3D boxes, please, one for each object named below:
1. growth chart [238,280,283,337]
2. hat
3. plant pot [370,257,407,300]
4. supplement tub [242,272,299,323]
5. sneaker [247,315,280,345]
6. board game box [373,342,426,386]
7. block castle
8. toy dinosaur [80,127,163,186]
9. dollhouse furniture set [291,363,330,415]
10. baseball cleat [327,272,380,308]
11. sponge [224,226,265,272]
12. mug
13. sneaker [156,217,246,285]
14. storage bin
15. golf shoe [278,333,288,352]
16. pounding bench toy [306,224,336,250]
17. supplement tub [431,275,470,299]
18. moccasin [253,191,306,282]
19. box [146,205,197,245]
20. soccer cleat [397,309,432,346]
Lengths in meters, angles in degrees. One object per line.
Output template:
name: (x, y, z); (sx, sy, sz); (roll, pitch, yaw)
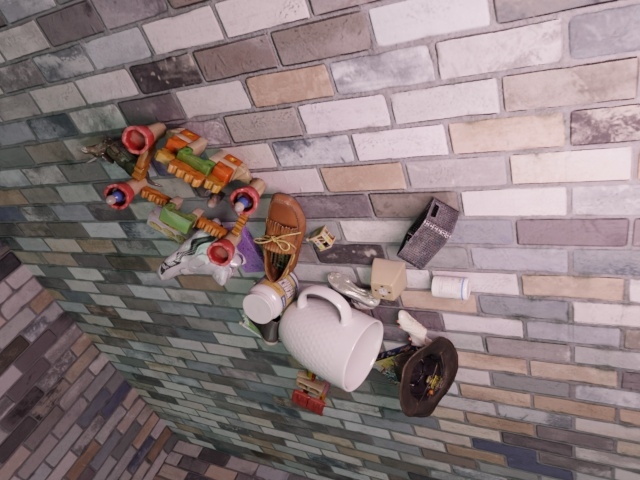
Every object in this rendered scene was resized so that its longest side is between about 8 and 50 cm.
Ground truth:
growth chart: (-0.238, 0.298, 1.990); (0.172, 0.021, 0.237); (25, 111, 4)
hat: (0.345, 0.462, 1.704); (0.134, 0.331, 0.331); (23, 144, 46)
plant pot: (0.216, 0.134, 1.577); (0.109, 0.096, 0.109); (8, 134, 25)
supplement tub: (-0.182, 0.202, 1.778); (0.144, 0.199, 0.144); (12, 120, 21)
sneaker: (-0.214, 0.294, 1.878); (0.222, 0.083, 0.118); (43, 128, 44)
board game box: (0.336, 0.492, 1.894); (0.165, 0.042, 0.243); (43, 137, -14)
block castle: (-0.424, -0.147, 1.514); (0.453, 0.213, 0.303); (30, 117, -3)
toy dinosaur: (-0.674, -0.288, 1.696); (0.314, 0.121, 0.160); (30, 151, -7)
dollhouse furniture set: (-0.001, 0.556, 2.027); (0.152, 0.201, 0.374); (22, 139, 9)
baseball cleat: (0.109, 0.191, 1.715); (0.206, 0.072, 0.109); (29, 145, 8)
sponge: (-0.286, 0.035, 1.821); (0.117, 0.031, 0.210); (-7, 125, 34)
mug: (0.020, 0.317, 1.744); (0.328, 0.276, 0.374); (21, 133, 29)
sneaker: (-0.444, 0.093, 1.793); (0.366, 0.137, 0.210); (-37, 100, 26)
storage bin: (0.302, -0.017, 1.360); (0.084, 0.122, 0.180); (30, 138, 1)
golf shoe: (-0.164, 0.388, 2.064); (0.273, 0.105, 0.120); (28, 118, 0)
pounding bench toy: (0.000, 0.000, 1.605); (0.083, 0.052, 0.065); (-23, 117, 42)
supplement tub: (0.407, 0.147, 1.498); (0.107, 0.071, 0.071); (3, 131, 29)
moccasin: (-0.139, -0.001, 1.613); (0.139, 0.147, 0.380); (25, 138, 7)
box: (-0.525, -0.017, 1.885); (0.324, 0.063, 0.067); (32, 139, -2)
soccer cleat: (0.334, 0.309, 1.707); (0.076, 0.068, 0.196); (-11, 131, 31)
